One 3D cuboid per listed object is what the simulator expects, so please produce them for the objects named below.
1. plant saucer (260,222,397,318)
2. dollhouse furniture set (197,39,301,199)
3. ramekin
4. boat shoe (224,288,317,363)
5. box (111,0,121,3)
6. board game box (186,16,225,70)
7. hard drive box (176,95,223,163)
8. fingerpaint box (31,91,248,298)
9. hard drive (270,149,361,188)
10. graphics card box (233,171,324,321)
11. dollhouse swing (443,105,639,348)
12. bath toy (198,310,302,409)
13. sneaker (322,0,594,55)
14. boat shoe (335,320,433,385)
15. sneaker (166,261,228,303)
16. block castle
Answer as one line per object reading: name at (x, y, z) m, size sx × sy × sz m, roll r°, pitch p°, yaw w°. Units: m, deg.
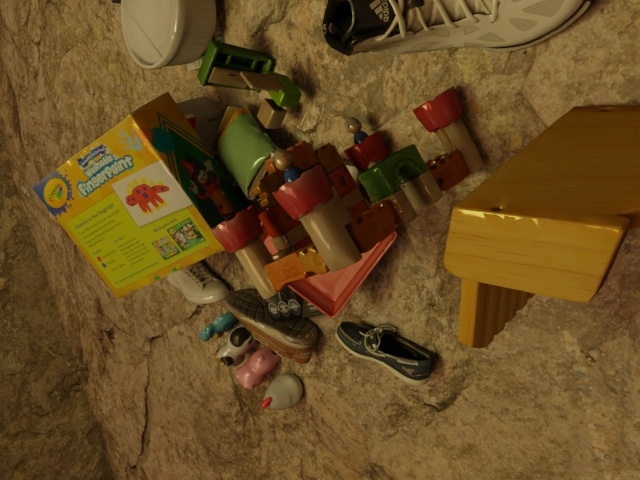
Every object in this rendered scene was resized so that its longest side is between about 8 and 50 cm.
plant saucer at (0.000, 0.000, 1.506) m, size 0.258 × 0.048 × 0.259 m, roll 37°, pitch 113°, yaw 4°
dollhouse furniture set at (-0.198, -0.263, 1.561) m, size 0.197 × 0.151 × 0.301 m, roll 55°, pitch 130°, yaw 35°
ramekin at (-0.362, -0.547, 1.652) m, size 0.273 × 0.127 × 0.273 m, roll 10°, pitch 104°, yaw 46°
boat shoe at (-0.144, 0.238, 1.875) m, size 0.324 × 0.123 × 0.116 m, roll 29°, pitch 131°, yaw 38°
box at (-0.563, -0.704, 1.909) m, size 0.067 × 0.018 × 0.083 m, roll 22°, pitch 126°, yaw 39°
board game box at (-0.295, -0.490, 1.721) m, size 0.154 × 0.026 × 0.103 m, roll 1°, pitch 111°, yaw 48°
hard drive box at (-0.360, -0.241, 1.806) m, size 0.089 × 0.181 × 0.232 m, roll 36°, pitch 134°, yaw 30°
fingerpaint box at (-0.445, -0.097, 1.711) m, size 0.445 × 0.163 × 0.371 m, roll -24°, pitch 107°, yaw 37°
hard drive at (-0.024, -0.036, 1.551) m, size 0.203 × 0.040 × 0.307 m, roll 11°, pitch 110°, yaw 15°
graphics card box at (-0.095, 0.014, 1.718) m, size 0.233 × 0.094 × 0.371 m, roll -15°, pitch 100°, yaw 50°
dollhouse swing at (0.383, 0.011, 0.997) m, size 0.315 × 0.347 × 0.305 m, roll 11°, pitch 127°, yaw 44°
bath toy at (-0.203, 0.364, 1.999) m, size 0.348 × 0.129 × 0.151 m, roll 44°, pitch 136°, yaw 22°
sneaker at (0.183, -0.355, 1.080) m, size 0.447 × 0.257 × 0.169 m, roll 3°, pitch 112°, yaw 47°
boat shoe at (0.144, 0.241, 1.573) m, size 0.254 × 0.095 × 0.079 m, roll 29°, pitch 131°, yaw 34°
sneaker at (-0.390, 0.104, 2.081) m, size 0.290 × 0.106 × 0.123 m, roll 18°, pitch 125°, yaw 43°
block castle at (0.046, -0.107, 1.221) m, size 0.303 × 0.453 × 0.213 m, roll -24°, pitch 99°, yaw 52°
